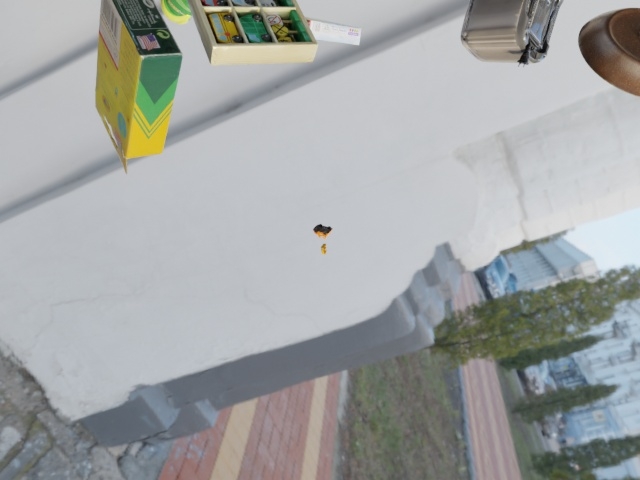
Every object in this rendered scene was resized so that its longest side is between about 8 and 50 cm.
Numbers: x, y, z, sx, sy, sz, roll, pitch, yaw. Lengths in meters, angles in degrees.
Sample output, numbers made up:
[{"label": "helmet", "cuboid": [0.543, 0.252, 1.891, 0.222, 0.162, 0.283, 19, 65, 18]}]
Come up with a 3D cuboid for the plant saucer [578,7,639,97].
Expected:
[{"label": "plant saucer", "cuboid": [0.498, -0.296, 0.885, 0.036, 0.199, 0.198, 98, -15, -58]}]

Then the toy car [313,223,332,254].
[{"label": "toy car", "cuboid": [0.000, 0.000, 1.729, 0.122, 0.060, 0.040, -70, 158, -49]}]

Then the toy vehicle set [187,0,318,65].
[{"label": "toy vehicle set", "cuboid": [-0.126, -0.386, 0.926, 0.035, 0.166, 0.267, 114, -41, -53]}]

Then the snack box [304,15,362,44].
[{"label": "snack box", "cuboid": [-0.003, -0.419, 1.149, 0.141, 0.100, 0.037, -9, 121, -42]}]

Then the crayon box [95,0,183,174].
[{"label": "crayon box", "cuboid": [-0.361, -0.305, 1.117, 0.081, 0.318, 0.202, -16, 66, -32]}]

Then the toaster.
[{"label": "toaster", "cuboid": [0.376, -0.440, 1.142, 0.129, 0.146, 0.227, 19, 87, -45]}]

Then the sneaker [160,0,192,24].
[{"label": "sneaker", "cuboid": [-0.311, -0.670, 1.380, 0.109, 0.123, 0.295, -4, 95, -49]}]
